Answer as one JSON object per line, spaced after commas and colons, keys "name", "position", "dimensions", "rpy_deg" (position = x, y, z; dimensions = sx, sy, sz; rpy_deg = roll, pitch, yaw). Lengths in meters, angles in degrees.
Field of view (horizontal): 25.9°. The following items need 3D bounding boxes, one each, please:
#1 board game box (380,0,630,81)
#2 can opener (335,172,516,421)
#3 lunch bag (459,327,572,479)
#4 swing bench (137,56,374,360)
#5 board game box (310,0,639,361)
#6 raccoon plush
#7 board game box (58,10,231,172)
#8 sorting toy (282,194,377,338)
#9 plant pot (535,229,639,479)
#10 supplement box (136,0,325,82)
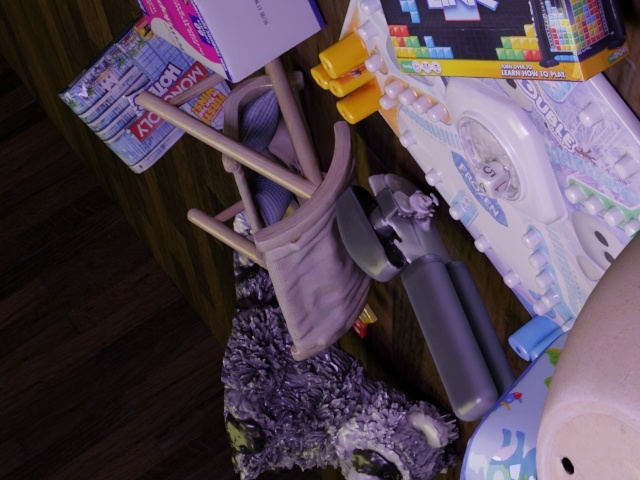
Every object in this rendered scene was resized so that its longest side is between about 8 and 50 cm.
{"name": "board game box", "position": [0.100, -0.173, 0.861], "dimensions": [0.170, 0.048, 0.141], "rpy_deg": [11, 127, 53]}
{"name": "can opener", "position": [0.103, 0.052, 1.299], "dimensions": [0.074, 0.093, 0.280], "rpy_deg": [11, -137, -43]}
{"name": "lunch bag", "position": [0.185, 0.185, 1.025], "dimensions": [0.090, 0.176, 0.219], "rpy_deg": [21, 134, 34]}
{"name": "swing bench", "position": [-0.042, -0.048, 1.513], "dimensions": [0.254, 0.165, 0.253], "rpy_deg": [50, 166, 29]}
{"name": "board game box", "position": [0.135, -0.066, 1.105], "dimensions": [0.390, 0.050, 0.390], "rpy_deg": [54, 167, 9]}
{"name": "raccoon plush", "position": [0.029, 0.145, 1.864], "dimensions": [0.216, 0.299, 0.446], "rpy_deg": [47, -141, -79]}
{"name": "board game box", "position": [-0.198, -0.186, 1.787], "dimensions": [0.194, 0.194, 0.060], "rpy_deg": [46, 172, -20]}
{"name": "sorting toy", "position": [0.000, 0.000, 1.743], "dimensions": [0.274, 0.046, 0.132], "rpy_deg": [52, 166, 20]}
{"name": "plant pot", "position": [0.225, 0.105, 0.717], "dimensions": [0.284, 0.191, 0.284], "rpy_deg": [39, 140, 43]}
{"name": "supplement box", "position": [-0.107, -0.254, 1.382], "dimensions": [0.220, 0.114, 0.111], "rpy_deg": [39, 159, 56]}
